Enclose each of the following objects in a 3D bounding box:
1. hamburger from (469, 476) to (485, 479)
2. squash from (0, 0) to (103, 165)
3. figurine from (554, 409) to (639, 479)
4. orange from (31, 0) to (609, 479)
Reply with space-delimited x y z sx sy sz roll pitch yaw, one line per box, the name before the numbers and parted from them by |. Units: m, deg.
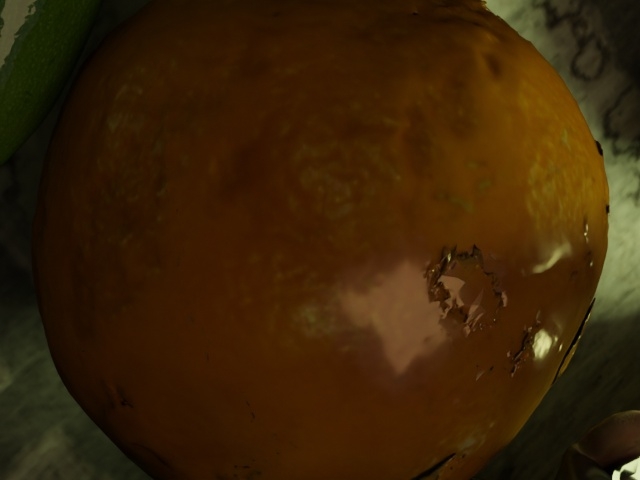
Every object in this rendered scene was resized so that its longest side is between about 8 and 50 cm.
hamburger | 0.043 0.283 1.108 0.265 0.134 0.285 -23 129 -22
squash | -0.107 -0.159 0.772 0.082 0.082 0.292 7 110 -39
figurine | 0.102 0.212 0.860 0.388 0.248 0.276 -31 143 34
orange | 0.000 0.000 0.833 0.246 0.246 0.246 -18 125 -28
